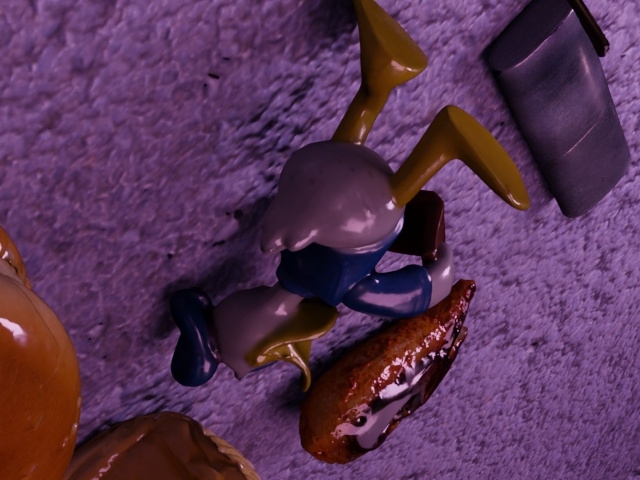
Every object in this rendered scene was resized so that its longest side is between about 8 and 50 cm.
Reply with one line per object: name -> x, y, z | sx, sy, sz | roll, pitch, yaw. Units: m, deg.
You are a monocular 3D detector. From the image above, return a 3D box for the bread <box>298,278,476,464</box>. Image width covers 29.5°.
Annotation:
bread -> 0.073, 0.146, 1.333 | 0.269, 0.095, 0.139 | -44, 157, -33

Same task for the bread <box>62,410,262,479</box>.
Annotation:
bread -> -0.162, 0.272, 1.081 | 0.250, 0.179, 0.133 | -39, 155, -10

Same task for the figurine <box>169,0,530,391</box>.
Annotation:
figurine -> 0.000, 0.000, 1.010 | 0.338, 0.205, 0.283 | -40, 161, 15

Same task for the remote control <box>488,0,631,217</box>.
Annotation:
remote control -> 0.255, -0.128, 1.253 | 0.107, 0.044, 0.377 | -42, 152, 3

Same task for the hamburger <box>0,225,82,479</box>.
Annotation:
hamburger -> -0.287, 0.117, 0.724 | 0.289, 0.170, 0.314 | -28, 149, -18

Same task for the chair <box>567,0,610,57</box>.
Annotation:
chair -> 0.154, -0.255, 0.867 | 0.326, 0.170, 0.160 | -87, -162, -62
